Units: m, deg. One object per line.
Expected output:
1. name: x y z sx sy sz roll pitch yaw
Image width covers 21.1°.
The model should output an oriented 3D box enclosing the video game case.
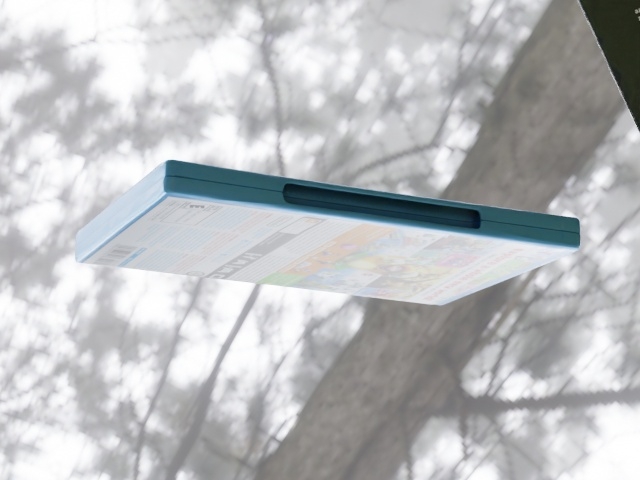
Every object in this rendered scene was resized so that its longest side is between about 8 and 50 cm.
1. video game case: 0.000 0.000 0.672 0.166 0.119 0.015 8 -106 -22

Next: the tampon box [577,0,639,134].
1. tampon box: 0.184 -0.081 0.737 0.161 0.101 0.120 65 -162 -3
